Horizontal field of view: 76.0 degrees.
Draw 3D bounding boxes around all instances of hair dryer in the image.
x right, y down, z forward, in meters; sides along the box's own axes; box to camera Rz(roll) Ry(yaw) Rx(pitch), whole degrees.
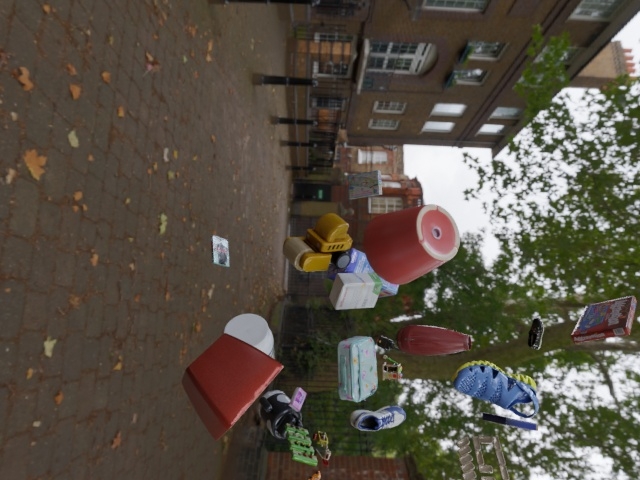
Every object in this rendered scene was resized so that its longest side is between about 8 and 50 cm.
[{"bbox_3d":[0.307,0.269,1.137,0.293,0.223,0.080,155,-68,-71],"label":"hair dryer"}]

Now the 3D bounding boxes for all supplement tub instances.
[{"bbox_3d":[-0.335,0.526,1.926,0.235,0.235,0.325,-89,-179,-51],"label":"supplement tub"}]

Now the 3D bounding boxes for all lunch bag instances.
[{"bbox_3d":[0.167,0.587,1.868,0.224,0.108,0.279,3,82,-56],"label":"lunch bag"}]

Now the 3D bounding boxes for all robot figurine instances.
[{"bbox_3d":[-0.201,0.873,2.060,0.278,0.173,0.209,23,-58,56],"label":"robot figurine"}]

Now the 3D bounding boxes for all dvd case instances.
[{"bbox_3d":[-0.406,0.043,1.656,0.087,0.013,0.119,25,50,-54],"label":"dvd case"}]

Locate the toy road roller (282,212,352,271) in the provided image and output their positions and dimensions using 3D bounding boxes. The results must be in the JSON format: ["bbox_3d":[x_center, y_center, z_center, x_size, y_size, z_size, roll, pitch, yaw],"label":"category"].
[{"bbox_3d":[0.000,0.000,1.972,0.202,0.329,0.241,41,-54,46],"label":"toy road roller"}]

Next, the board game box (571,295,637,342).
[{"bbox_3d":[0.886,0.242,1.273,0.145,0.281,0.027,-26,-95,42],"label":"board game box"}]

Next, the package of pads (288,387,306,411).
[{"bbox_3d":[-0.095,0.658,1.697,0.050,0.032,0.083,49,43,-21],"label":"package of pads"}]

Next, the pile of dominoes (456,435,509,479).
[{"bbox_3d":[0.684,0.964,1.735,0.251,0.196,0.040,-87,178,-45],"label":"pile of dominoes"}]

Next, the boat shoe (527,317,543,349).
[{"bbox_3d":[0.906,0.389,1.728,0.049,0.042,0.133,158,-51,-68],"label":"boat shoe"}]

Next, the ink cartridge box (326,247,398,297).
[{"bbox_3d":[0.217,0.180,2.310,0.270,0.395,0.151,-33,-146,65],"label":"ink cartridge box"}]

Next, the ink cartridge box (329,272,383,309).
[{"bbox_3d":[0.165,0.236,1.924,0.093,0.212,0.154,-124,-139,-49],"label":"ink cartridge box"}]

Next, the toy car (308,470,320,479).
[{"bbox_3d":[-0.024,1.018,1.701,0.040,0.060,0.122,35,-56,43],"label":"toy car"}]

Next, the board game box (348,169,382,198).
[{"bbox_3d":[0.193,-0.242,1.791,0.026,0.154,0.103,4,83,-53],"label":"board game box"}]

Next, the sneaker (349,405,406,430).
[{"bbox_3d":[0.303,0.917,2.073,0.131,0.296,0.112,154,-68,-78],"label":"sneaker"}]

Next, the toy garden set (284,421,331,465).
[{"bbox_3d":[-0.039,0.870,1.759,0.049,0.204,0.244,-66,-166,0],"label":"toy garden set"}]

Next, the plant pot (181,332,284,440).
[{"bbox_3d":[-0.327,0.486,1.422,0.267,0.236,0.267,-42,171,-38],"label":"plant pot"}]

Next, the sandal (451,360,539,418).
[{"bbox_3d":[0.592,0.497,1.356,0.138,0.317,0.126,-90,-165,-64],"label":"sandal"}]

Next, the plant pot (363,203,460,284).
[{"bbox_3d":[0.326,0.002,1.427,0.243,0.275,0.275,-27,-123,57],"label":"plant pot"}]

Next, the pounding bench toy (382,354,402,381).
[{"bbox_3d":[0.253,0.446,1.439,0.052,0.065,0.083,15,74,-71],"label":"pounding bench toy"}]

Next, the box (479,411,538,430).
[{"bbox_3d":[0.824,0.800,1.813,0.136,0.225,0.036,148,-42,-63],"label":"box"}]
